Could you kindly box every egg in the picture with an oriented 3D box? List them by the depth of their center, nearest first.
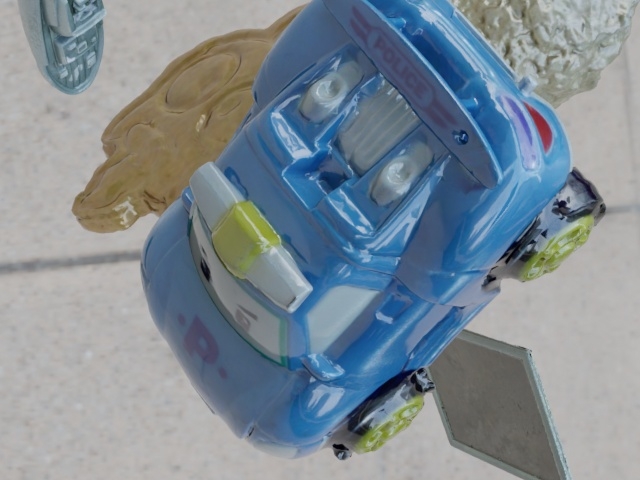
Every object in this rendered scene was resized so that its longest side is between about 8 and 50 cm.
[{"bbox_3d":[0.201,-0.255,1.553,0.279,0.279,0.310,40,70,-40],"label":"egg"}]

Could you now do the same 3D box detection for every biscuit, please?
[{"bbox_3d":[-0.113,-0.136,1.579,0.376,0.269,0.051,-38,128,-6],"label":"biscuit"}]

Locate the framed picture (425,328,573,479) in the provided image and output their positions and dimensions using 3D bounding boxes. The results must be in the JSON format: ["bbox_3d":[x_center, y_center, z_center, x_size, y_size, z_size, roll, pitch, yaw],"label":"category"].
[{"bbox_3d":[0.209,0.199,1.829,0.017,0.274,0.217,-28,112,-23],"label":"framed picture"}]

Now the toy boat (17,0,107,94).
[{"bbox_3d":[-0.237,-0.203,1.376,0.078,0.260,0.085,-40,77,-17],"label":"toy boat"}]

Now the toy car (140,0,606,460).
[{"bbox_3d":[0.000,0.000,0.825,0.166,0.314,0.198,-10,58,-52],"label":"toy car"}]
